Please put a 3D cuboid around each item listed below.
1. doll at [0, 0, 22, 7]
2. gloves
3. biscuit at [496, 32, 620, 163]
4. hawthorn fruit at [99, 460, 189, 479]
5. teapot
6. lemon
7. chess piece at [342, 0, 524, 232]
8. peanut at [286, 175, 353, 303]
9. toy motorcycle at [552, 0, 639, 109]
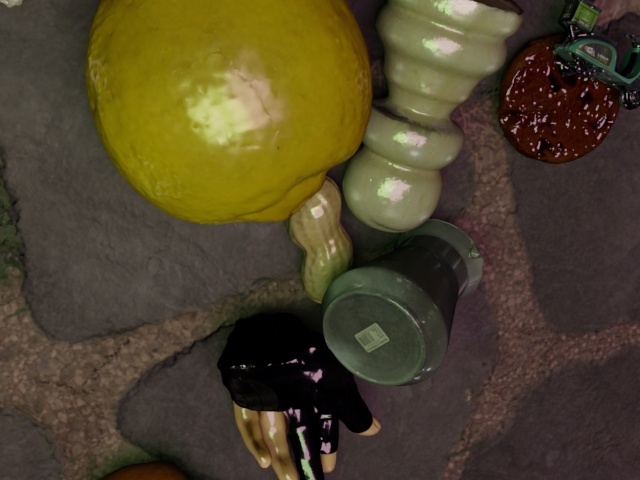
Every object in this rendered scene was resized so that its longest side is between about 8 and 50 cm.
[{"bbox_3d":[-0.335,-0.367,1.179,0.115,0.105,0.221,39,98,-16],"label":"doll"},{"bbox_3d":[-0.025,0.226,1.439,0.197,0.152,0.301,-7,119,11],"label":"gloves"},{"bbox_3d":[0.331,-0.198,1.444,0.192,0.049,0.192,-8,113,-19],"label":"biscuit"},{"bbox_3d":[-0.241,0.427,1.401,0.199,0.251,0.199,6,127,8],"label":"hawthorn fruit"},{"bbox_3d":[0.104,0.081,1.380,0.203,0.225,0.171,-28,99,38],"label":"teapot"},{"bbox_3d":[-0.107,-0.185,1.185,0.348,0.348,0.348,-5,109,-13],"label":"lemon"},{"bbox_3d":[0.126,-0.169,1.347,0.182,0.182,0.330,11,111,-18],"label":"chess piece"},{"bbox_3d":[0.000,0.000,1.409,0.082,0.082,0.187,-17,113,-9],"label":"peanut"},{"bbox_3d":[0.386,-0.247,1.393,0.173,0.058,0.100,24,90,-23],"label":"toy motorcycle"}]
